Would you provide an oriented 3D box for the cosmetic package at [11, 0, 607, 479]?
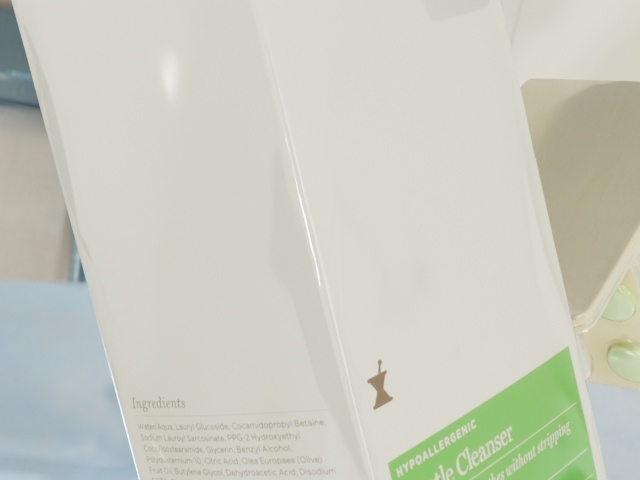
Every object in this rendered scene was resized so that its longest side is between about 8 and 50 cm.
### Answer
[{"bbox_3d":[0.000,0.000,0.710,0.155,0.197,0.365,-6,102,40],"label":"cosmetic package"}]

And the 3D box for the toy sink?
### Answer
[{"bbox_3d":[0.172,0.012,0.989,0.153,0.234,0.131,6,134,37],"label":"toy sink"}]
